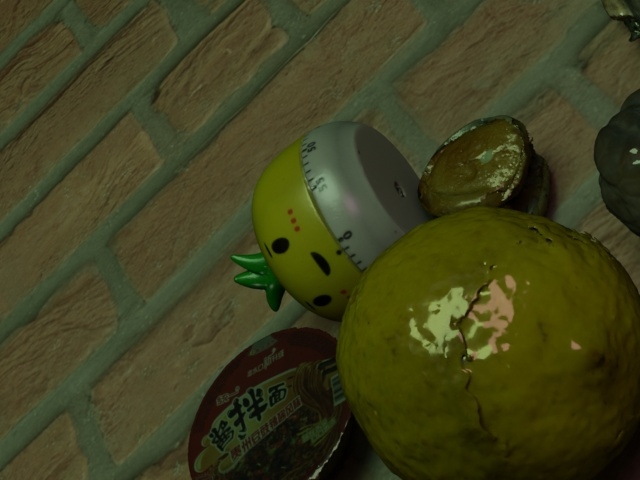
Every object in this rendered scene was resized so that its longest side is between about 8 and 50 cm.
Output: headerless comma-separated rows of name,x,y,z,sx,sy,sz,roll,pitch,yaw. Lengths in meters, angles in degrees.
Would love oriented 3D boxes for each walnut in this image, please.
walnut,0.432,-0.087,1.944,0.224,0.224,0.224,-25,45,27

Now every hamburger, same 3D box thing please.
hamburger,0.221,-0.073,2.199,0.177,0.113,0.185,-42,32,9

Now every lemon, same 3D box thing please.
lemon,0.187,0.132,1.878,0.387,0.350,0.350,-2,57,62

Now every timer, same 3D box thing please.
timer,0.000,0.000,2.226,0.285,0.285,0.285,-25,45,27

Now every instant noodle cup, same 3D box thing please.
instant noodle cup,-0.042,0.250,2.194,0.274,0.091,0.274,-24,46,27

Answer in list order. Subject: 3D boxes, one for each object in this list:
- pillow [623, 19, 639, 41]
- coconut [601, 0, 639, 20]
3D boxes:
pillow,0.429,-0.326,2.251,0.093,0.051,0.241,-36,42,8
coconut,0.493,-0.386,1.987,0.405,0.404,0.404,-25,45,27
